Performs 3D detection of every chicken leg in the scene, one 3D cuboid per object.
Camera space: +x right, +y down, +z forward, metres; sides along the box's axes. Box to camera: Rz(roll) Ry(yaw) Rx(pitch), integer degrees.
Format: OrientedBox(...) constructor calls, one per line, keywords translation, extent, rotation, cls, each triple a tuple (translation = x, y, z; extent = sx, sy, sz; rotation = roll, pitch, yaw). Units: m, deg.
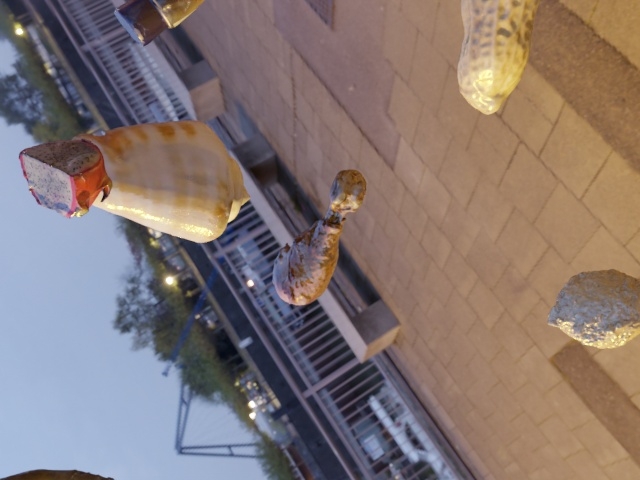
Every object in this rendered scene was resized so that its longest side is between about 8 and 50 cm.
OrientedBox(translation=(0.003, 0.000, 0.932), extent=(0.107, 0.087, 0.251), rotation=(-98, 28, -44), cls="chicken leg")

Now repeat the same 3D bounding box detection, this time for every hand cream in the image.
OrientedBox(translation=(-0.087, -0.212, 0.501), extent=(0.062, 0.163, 0.039), rotation=(41, 164, 33), cls="hand cream")

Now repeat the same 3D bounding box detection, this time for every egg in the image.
OrientedBox(translation=(0.411, 0.100, 0.930), extent=(0.140, 0.118, 0.116), rotation=(-18, 91, 38), cls="egg")

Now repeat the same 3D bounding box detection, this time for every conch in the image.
OrientedBox(translation=(-0.186, -0.067, 0.811), extent=(0.127, 0.255, 0.158), rotation=(35, 117, 33), cls="conch")

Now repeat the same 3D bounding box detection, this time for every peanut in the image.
OrientedBox(translation=(0.331, -0.401, 1.205), extent=(0.153, 0.140, 0.325), rotation=(46, 139, 49), cls="peanut")

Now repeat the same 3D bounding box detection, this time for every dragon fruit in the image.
OrientedBox(translation=(-0.230, -0.059, 0.588), extent=(0.083, 0.060, 0.056), rotation=(17, 127, 27), cls="dragon fruit")

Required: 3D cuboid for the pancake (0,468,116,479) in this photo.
OrientedBox(translation=(-0.134, 0.136, 0.295), extent=(0.108, 0.108, 0.017), rotation=(-150, 66, -66), cls="pancake")
